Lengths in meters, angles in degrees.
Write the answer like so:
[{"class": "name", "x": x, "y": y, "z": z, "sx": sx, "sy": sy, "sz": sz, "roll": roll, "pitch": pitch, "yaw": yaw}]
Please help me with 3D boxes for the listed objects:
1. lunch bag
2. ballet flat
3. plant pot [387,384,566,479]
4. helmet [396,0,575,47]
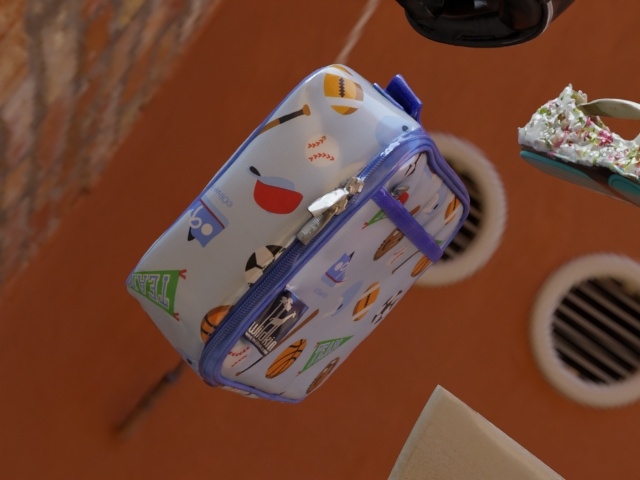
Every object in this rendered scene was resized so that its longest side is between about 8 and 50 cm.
[{"class": "lunch bag", "x": 0.000, "y": 0.000, "z": 1.099, "sx": 0.115, "sy": 0.243, "sz": 0.303, "roll": 45, "pitch": 1, "yaw": 15}, {"class": "ballet flat", "x": 0.240, "y": -0.061, "z": 1.124, "sx": 0.091, "sy": 0.077, "sz": 0.241, "roll": 32, "pitch": 0, "yaw": -43}, {"class": "plant pot", "x": 0.076, "y": 0.142, "z": 0.686, "sx": 0.109, "sy": 0.096, "sz": 0.109, "roll": 37, "pitch": -2, "yaw": 20}, {"class": "helmet", "x": 0.092, "y": -0.203, "z": 0.821, "sx": 0.169, "sy": 0.161, "sz": 0.169, "roll": 22, "pitch": -17, "yaw": 7}]
